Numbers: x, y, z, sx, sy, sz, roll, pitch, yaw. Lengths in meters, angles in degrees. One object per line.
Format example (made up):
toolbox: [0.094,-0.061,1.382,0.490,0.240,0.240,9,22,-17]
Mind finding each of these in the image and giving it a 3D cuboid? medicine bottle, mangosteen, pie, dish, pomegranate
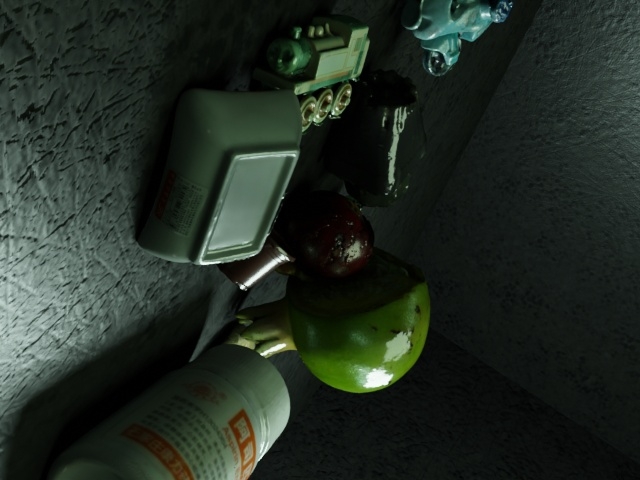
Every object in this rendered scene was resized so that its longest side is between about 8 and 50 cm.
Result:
medicine bottle: [-0.207,0.311,1.130,0.211,0.211,0.371,-62,167,25]
mangosteen: [0.000,0.000,1.323,0.180,0.166,0.166,-32,178,21]
pie: [-0.198,0.256,1.427,0.218,0.052,0.185,-59,163,-3]
dish: [-0.096,-0.056,0.817,0.151,0.077,0.212,-10,138,-41]
pomegranate: [0.033,0.164,1.396,0.310,0.358,0.216,-111,-175,-63]

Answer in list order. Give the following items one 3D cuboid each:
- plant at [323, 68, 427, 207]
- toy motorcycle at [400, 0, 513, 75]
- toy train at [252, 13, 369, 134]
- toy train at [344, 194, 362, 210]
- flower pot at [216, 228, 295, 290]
plant: [0.097,-0.167,1.302,0.164,0.141,0.256,-49,155,-36]
toy motorcycle: [0.231,-0.411,1.226,0.260,0.154,0.206,-53,145,-3]
toy train: [-0.013,-0.204,0.910,0.194,0.080,0.125,-34,144,-57]
toy train: [0.021,-0.029,1.522,0.149,0.081,0.099,-57,170,-31]
flower pot: [-0.103,0.016,1.088,0.089,0.111,0.111,-42,169,4]
